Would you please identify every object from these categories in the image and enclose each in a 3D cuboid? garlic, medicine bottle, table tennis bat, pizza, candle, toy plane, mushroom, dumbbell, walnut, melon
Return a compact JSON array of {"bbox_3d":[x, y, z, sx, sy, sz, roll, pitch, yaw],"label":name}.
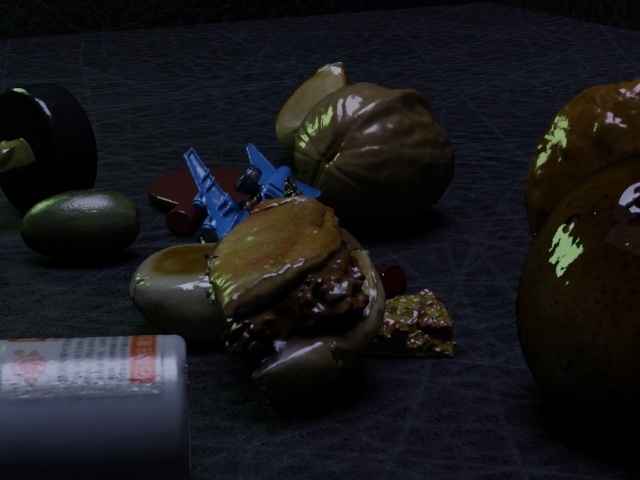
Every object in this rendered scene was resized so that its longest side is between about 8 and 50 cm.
[{"bbox_3d":[0.000,-0.212,2.207,0.145,0.164,0.245,17,23,-4],"label":"garlic"},{"bbox_3d":[-0.239,0.155,1.107,0.252,0.145,0.144,-3,18,-7],"label":"medicine bottle"},{"bbox_3d":[-0.177,-0.071,1.966,0.200,0.038,0.310,3,18,10],"label":"table tennis bat"},{"bbox_3d":[0.101,0.092,1.448,0.134,0.046,0.175,12,21,33],"label":"pizza"},{"bbox_3d":[0.044,0.076,1.520,0.162,0.053,0.048,-24,71,-40],"label":"candle"},{"bbox_3d":[-0.085,-0.021,1.654,0.254,0.105,0.271,34,35,-8],"label":"toy plane"},{"bbox_3d":[0.384,0.059,1.258,0.356,0.331,0.334,28,-43,-34],"label":"mushroom"},{"bbox_3d":[-0.502,-0.107,1.813,0.322,0.204,0.203,-16,24,-41],"label":"dumbbell"},{"bbox_3d":[0.081,-0.126,1.864,0.225,0.225,0.261,12,17,33],"label":"walnut"},{"bbox_3d":[-0.325,-0.021,1.722,0.162,0.099,0.099,-6,18,-7],"label":"melon"}]

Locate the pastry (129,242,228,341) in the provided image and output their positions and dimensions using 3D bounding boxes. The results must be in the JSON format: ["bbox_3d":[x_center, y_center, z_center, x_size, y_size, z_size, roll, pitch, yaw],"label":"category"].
[{"bbox_3d":[-0.143,0.061,1.477,0.156,0.092,0.156,-1,15,0],"label":"pastry"}]

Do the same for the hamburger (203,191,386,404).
[{"bbox_3d":[-0.026,0.052,1.351,0.245,0.155,0.282,-1,28,46],"label":"hamburger"}]

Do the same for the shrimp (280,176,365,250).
[{"bbox_3d":[0.000,0.000,1.592,0.091,0.184,0.043,-28,-11,-34],"label":"shrimp"}]

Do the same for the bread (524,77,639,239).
[{"bbox_3d":[0.391,-0.038,1.475,0.312,0.312,0.172,6,6,19],"label":"bread"}]

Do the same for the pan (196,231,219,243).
[{"bbox_3d":[-0.079,-0.008,1.771,0.115,0.040,0.212,22,28,38],"label":"pan"}]
